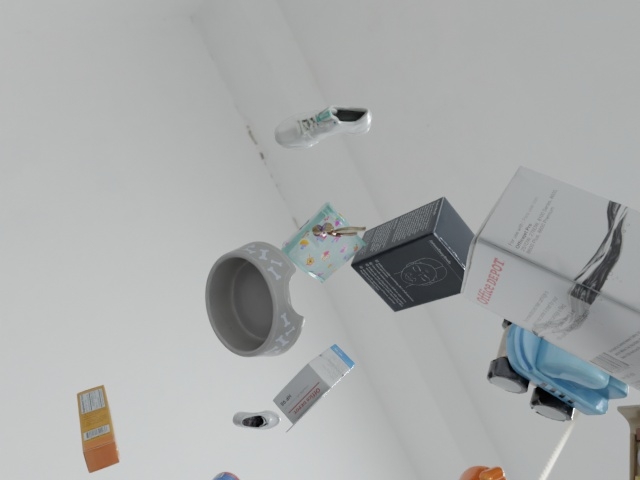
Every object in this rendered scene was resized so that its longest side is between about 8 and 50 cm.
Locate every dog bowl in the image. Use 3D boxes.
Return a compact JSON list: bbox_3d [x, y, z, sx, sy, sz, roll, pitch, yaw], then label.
[{"bbox_3d":[-0.206,0.180,1.391,0.348,0.102,0.349,5,-83,39],"label":"dog bowl"}]

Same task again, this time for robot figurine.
[{"bbox_3d":[0.334,0.558,0.990,0.158,0.219,0.128,-43,-108,24],"label":"robot figurine"}]

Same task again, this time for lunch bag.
[{"bbox_3d":[0.000,0.000,1.575,0.160,0.223,0.262,50,5,30],"label":"lunch bag"}]

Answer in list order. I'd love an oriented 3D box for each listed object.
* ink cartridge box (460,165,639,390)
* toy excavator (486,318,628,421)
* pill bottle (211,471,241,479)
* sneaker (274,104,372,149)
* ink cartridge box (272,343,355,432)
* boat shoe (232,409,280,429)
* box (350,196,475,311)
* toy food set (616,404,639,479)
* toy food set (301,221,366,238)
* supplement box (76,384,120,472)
[{"bbox_3d":[0.459,0.079,0.792,0.394,0.166,0.285,28,-17,22],"label":"ink cartridge box"},{"bbox_3d":[0.705,0.314,1.157,0.432,0.222,0.445,31,-26,-2],"label":"toy excavator"},{"bbox_3d":[-0.334,0.838,1.484,0.124,0.221,0.124,1,-85,14],"label":"pill bottle"},{"bbox_3d":[0.003,-0.249,0.991,0.094,0.212,0.080,57,21,-87],"label":"sneaker"},{"bbox_3d":[-0.014,0.261,0.858,0.060,0.180,0.104,45,-74,14],"label":"ink cartridge box"},{"bbox_3d":[-0.205,0.609,1.602,0.063,0.184,0.066,-2,-112,52],"label":"boat shoe"},{"bbox_3d":[0.369,0.065,1.797,0.395,0.212,0.293,-24,-63,42],"label":"box"},{"bbox_3d":[0.826,0.556,1.161,0.092,0.306,0.220,27,-29,-9],"label":"toy food set"},{"bbox_3d":[0.024,-0.021,0.960,0.078,0.122,0.019,137,-50,-71],"label":"toy food set"},{"bbox_3d":[-0.578,0.481,1.229,0.233,0.080,0.078,37,-46,56],"label":"supplement box"}]
